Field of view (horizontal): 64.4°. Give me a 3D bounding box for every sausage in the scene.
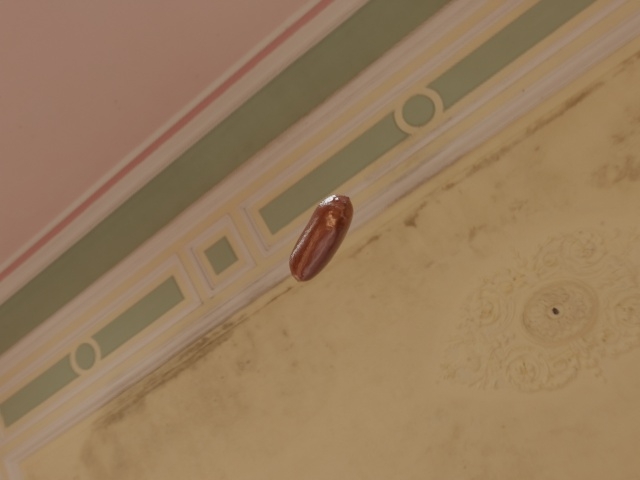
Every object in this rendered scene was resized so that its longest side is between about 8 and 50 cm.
[{"bbox_3d":[0.000,0.000,0.888,0.077,0.077,0.194,47,-49,18],"label":"sausage"}]
